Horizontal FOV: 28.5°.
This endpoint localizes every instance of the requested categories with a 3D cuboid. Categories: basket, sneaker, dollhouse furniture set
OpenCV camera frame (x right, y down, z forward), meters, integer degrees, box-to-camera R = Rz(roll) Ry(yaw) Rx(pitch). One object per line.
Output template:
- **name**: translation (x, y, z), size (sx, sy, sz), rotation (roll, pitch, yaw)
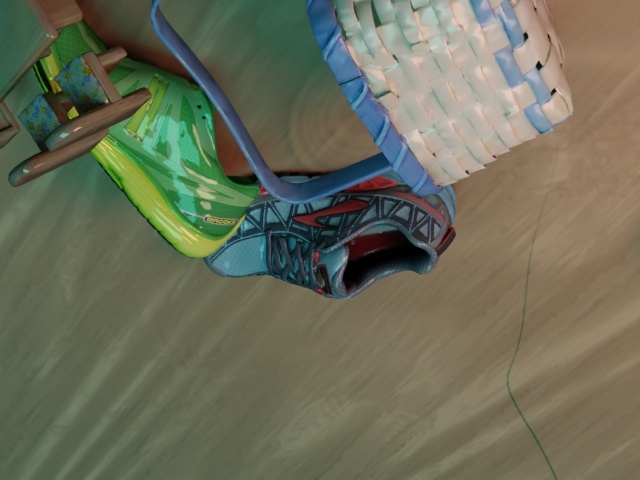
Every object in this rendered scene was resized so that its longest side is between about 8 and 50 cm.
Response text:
- **basket**: translation (0.041, -0.150, 1.018), size (0.289, 0.201, 0.254), rotation (-19, 136, 15)
- **sneaker**: translation (0.000, 0.000, 1.219), size (0.262, 0.125, 0.104), rotation (-12, 131, 16)
- **sneaker**: translation (-0.165, -0.120, 1.154), size (0.123, 0.109, 0.295), rotation (-40, 115, -7)
- **dollhouse furniture set**: translation (-0.299, -0.134, 1.010), size (0.242, 0.161, 0.212), rotation (-31, 91, 49)
